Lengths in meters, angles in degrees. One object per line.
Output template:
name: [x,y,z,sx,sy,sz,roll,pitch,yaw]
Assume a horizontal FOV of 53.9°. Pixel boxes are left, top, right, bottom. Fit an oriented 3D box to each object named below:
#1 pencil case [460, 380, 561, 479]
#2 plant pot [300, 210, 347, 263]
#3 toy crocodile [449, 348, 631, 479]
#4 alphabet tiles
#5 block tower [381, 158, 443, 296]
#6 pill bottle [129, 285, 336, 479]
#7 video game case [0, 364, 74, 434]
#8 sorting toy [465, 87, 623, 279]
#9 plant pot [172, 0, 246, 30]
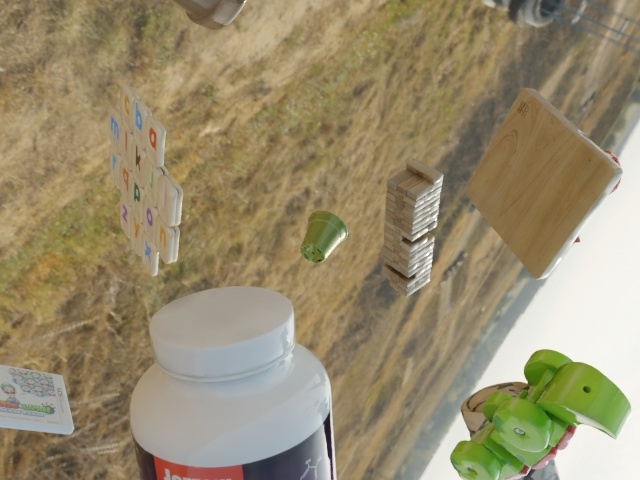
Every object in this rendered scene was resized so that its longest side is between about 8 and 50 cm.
pencil case: [0.423,0.494,1.288,0.184,0.410,0.160,-15,176,-14]
plant pot: [0.000,0.000,1.204,0.083,0.083,0.079,102,13,-49]
toy crocodile: [0.257,0.241,0.793,0.115,0.105,0.340,-43,163,-35]
alphabet tiles: [-0.287,-0.094,1.013,0.021,0.284,0.278,-12,131,-31]
block tower: [0.212,-0.023,1.496,0.097,0.091,0.335,-31,139,-30]
pill bottle: [-0.075,0.215,0.591,0.181,0.182,0.322,-33,124,-55]
video game case: [-0.500,0.261,1.050,0.157,0.143,0.019,22,105,-38]
sorting toy: [0.424,-0.107,1.181,0.089,0.255,0.257,-5,136,-28]
plant pot: [-0.308,-0.657,1.463,0.229,0.263,0.263,10,114,-42]
